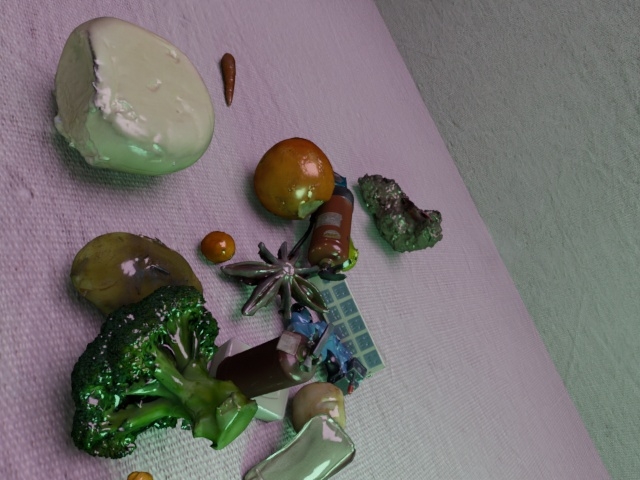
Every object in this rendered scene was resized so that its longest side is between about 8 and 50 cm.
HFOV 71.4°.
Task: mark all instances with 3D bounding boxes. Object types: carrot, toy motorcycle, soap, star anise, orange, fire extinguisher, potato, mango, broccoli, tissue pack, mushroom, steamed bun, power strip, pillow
[{"bbox_3d":[-0.297,-0.523,1.451,0.048,0.048,0.216,16,57,-43],"label":"carrot"},{"bbox_3d":[0.006,0.286,1.135,0.272,0.123,0.182,48,23,-7],"label":"toy motorcycle"},{"bbox_3d":[-0.154,0.307,0.978,0.183,0.064,0.121,37,43,-26],"label":"soap"},{"bbox_3d":[-0.113,0.102,1.103,0.258,0.110,0.198,-5,70,-27],"label":"star anise"},{"bbox_3d":[-0.245,0.016,1.070,0.083,0.083,0.083,30,44,-34],"label":"orange"},{"bbox_3d":[0.009,0.005,1.290,0.113,0.200,0.376,38,34,-23],"label":"fire extinguisher"},{"bbox_3d":[-0.340,0.076,0.855,0.248,0.143,0.169,33,65,-37],"label":"potato"},{"bbox_3d":[0.053,0.027,1.406,0.119,0.100,0.178,24,39,-23],"label":"mango"},{"bbox_3d":[-0.252,0.234,0.727,0.297,0.297,0.297,31,27,25],"label":"broccoli"},{"bbox_3d":[-0.076,-0.176,1.288,0.240,0.240,0.240,30,44,-34],"label":"orange"},{"bbox_3d":[-0.085,0.228,0.834,0.105,0.269,0.104,26,49,-35],"label":"fire extinguisher"},{"bbox_3d":[0.043,-0.230,1.653,0.138,0.028,0.085,25,43,-31],"label":"tissue pack"},{"bbox_3d":[-0.003,0.396,1.023,0.112,0.148,0.148,46,33,-48],"label":"mushroom"},{"bbox_3d":[-0.405,-0.283,0.977,0.312,0.233,0.333,13,64,-48],"label":"steamed bun"},{"bbox_3d":[0.065,0.221,1.276,0.043,0.106,0.367,106,-40,-76],"label":"power strip"},{"bbox_3d":[-0.041,0.468,0.921,0.233,0.038,0.130,-37,90,-16],"label":"pillow"}]

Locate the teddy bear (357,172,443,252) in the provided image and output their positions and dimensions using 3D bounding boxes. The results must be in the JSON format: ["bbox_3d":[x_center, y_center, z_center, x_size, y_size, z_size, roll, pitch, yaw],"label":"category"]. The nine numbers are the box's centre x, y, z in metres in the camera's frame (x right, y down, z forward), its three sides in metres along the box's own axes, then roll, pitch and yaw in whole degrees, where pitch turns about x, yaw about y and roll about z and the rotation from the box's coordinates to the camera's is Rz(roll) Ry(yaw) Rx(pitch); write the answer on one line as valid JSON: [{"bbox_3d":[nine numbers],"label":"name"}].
[{"bbox_3d":[0.300,-0.128,1.737,0.367,0.224,0.357,54,21,-2],"label":"teddy bear"}]

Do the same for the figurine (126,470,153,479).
[{"bbox_3d":[-0.299,0.461,0.571,0.323,0.196,0.320,-29,81,-45],"label":"figurine"}]
